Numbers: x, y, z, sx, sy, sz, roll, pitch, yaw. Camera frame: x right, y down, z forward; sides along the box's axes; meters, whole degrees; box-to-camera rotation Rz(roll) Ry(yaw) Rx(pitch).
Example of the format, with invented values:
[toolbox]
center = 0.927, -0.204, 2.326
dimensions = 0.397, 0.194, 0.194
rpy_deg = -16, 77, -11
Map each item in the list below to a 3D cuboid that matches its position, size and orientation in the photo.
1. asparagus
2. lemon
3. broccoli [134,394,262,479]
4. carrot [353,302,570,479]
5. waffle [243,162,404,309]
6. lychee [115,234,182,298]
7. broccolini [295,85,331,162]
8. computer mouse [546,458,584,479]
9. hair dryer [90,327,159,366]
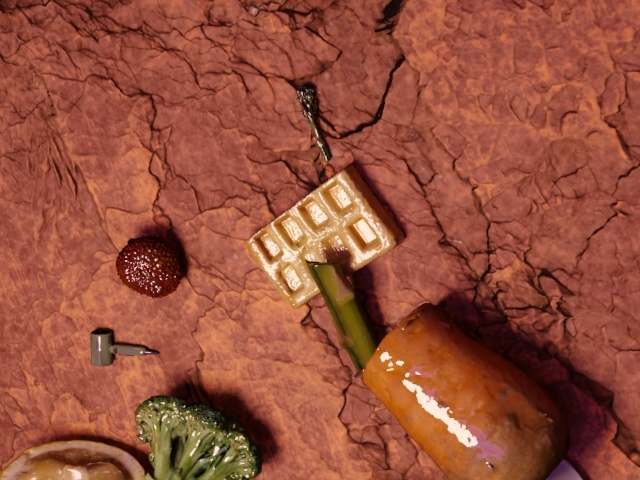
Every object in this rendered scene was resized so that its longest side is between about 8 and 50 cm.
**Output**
[asparagus]
center = 0.054, 0.141, 1.723
dimensions = 0.067, 0.060, 0.278
rpy_deg = -14, 114, 23
[lemon]
center = -0.505, 0.610, 1.969
dimensions = 0.364, 0.364, 0.364
rpy_deg = 6, 106, 21
[broccoli]
center = -0.262, 0.425, 1.852
dimensions = 0.269, 0.269, 0.254
rpy_deg = 41, 130, 8
[carrot]
center = 0.247, 0.282, 1.630
dimensions = 0.340, 0.224, 0.224
rpy_deg = 40, 115, 16
[waffle]
center = 0.000, 0.000, 1.742
dimensions = 0.274, 0.057, 0.168
rpy_deg = -34, 90, 26
[lychee]
center = -0.325, 0.049, 1.857
dimensions = 0.129, 0.123, 0.123
rpy_deg = 31, 114, 4
[broccolini]
center = -0.007, -0.207, 1.712
dimensions = 0.035, 0.030, 0.140
rpy_deg = -24, 100, -10
[computer mouse]
center = 0.366, 0.473, 1.712
dimensions = 0.231, 0.079, 0.128
rpy_deg = -29, 94, 23
[hair dryer]
center = -0.401, 0.224, 1.982
dimensions = 0.150, 0.047, 0.071
rpy_deg = 4, 105, 15
